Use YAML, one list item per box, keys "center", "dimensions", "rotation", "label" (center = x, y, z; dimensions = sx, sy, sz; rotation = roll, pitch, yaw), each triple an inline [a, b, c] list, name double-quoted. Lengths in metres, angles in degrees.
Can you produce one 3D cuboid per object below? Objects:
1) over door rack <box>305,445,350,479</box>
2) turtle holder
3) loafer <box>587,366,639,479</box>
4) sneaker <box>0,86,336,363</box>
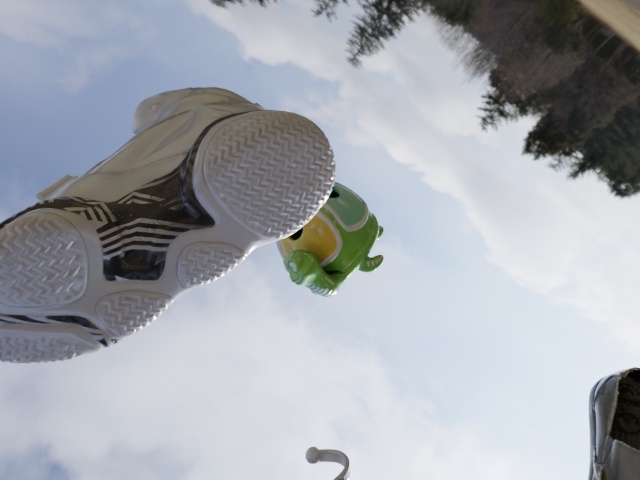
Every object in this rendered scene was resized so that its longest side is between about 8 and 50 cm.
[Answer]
- center: [-0.067, 0.385, 0.403]
  dimensions: [0.324, 0.108, 0.240]
  rotation: [-26, -69, -54]
  label: "over door rack"
- center: [-0.009, -0.002, 1.047]
  dimensions: [0.227, 0.243, 0.320]
  rotation: [50, -123, -22]
  label: "turtle holder"
- center: [0.314, 0.237, 0.434]
  dimensions: [0.088, 0.094, 0.251]
  rotation: [70, -152, -43]
  label: "loafer"
- center: [-0.180, -0.036, 0.443]
  dimensions: [0.210, 0.365, 0.138]
  rotation: [51, 166, 52]
  label: "sneaker"
